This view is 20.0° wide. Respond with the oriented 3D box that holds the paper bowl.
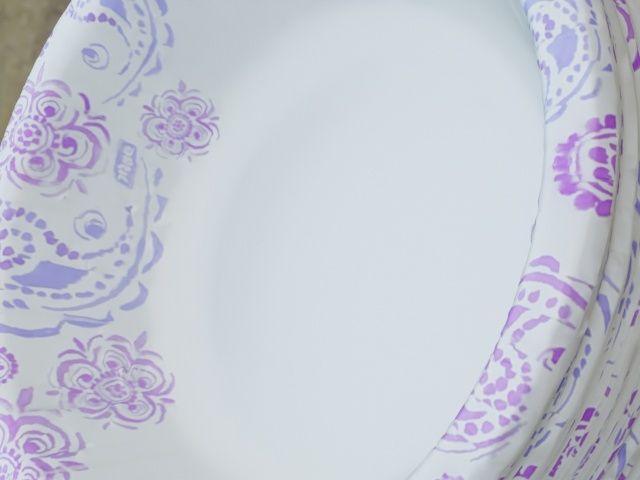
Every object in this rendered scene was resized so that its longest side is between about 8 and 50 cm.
[{"bbox_3d":[0.018,0.007,0.643,0.284,0.148,0.284,-18,63,39],"label":"paper bowl"}]
